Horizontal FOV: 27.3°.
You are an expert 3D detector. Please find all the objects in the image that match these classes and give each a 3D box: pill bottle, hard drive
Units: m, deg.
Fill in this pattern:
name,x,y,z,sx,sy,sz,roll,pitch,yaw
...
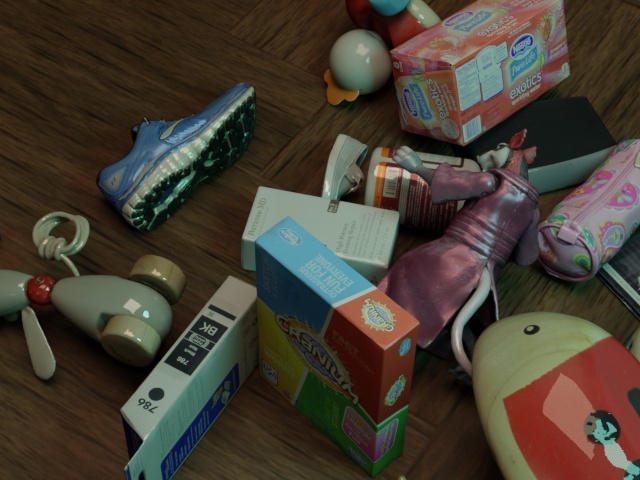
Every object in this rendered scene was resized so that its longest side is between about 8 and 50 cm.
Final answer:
name,x,y,z,sx,sy,sz,roll,pitch,yaw
pill bottle,0.185,-0.076,2.089,0.221,0.121,0.121,9,51,6
hard drive,0.363,-0.160,2.203,0.254,0.054,0.172,-14,52,-12

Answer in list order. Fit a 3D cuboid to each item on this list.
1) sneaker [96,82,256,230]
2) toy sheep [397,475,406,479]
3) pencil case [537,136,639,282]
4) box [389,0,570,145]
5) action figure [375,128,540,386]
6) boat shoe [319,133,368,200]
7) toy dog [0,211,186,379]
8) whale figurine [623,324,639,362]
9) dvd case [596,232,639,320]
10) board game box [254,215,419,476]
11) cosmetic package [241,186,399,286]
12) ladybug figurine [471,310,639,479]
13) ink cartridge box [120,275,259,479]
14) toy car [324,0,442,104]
name,x,y,z,sx,sy,sz,roll,pitch,yaw
sneaker,-0.233,-0.166,2.150,0.147,0.130,0.330,36,59,22
toy sheep,0.136,0.372,1.748,0.091,0.091,0.132,-21,60,-17
pencil case,0.449,-0.054,2.068,0.124,0.124,0.284,33,54,23
box,0.271,-0.298,2.207,0.142,0.154,0.300,20,43,41
action figure,0.218,0.001,1.899,0.248,0.275,0.370,29,87,-21
boat shoe,0.040,-0.107,2.143,0.063,0.066,0.184,15,32,3
toy dog,-0.335,0.113,1.936,0.333,0.161,0.220,23,56,35
whale figurine,0.540,0.221,1.870,0.272,0.141,0.216,28,52,-10
dvd case,0.556,0.045,2.064,0.221,0.018,0.164,-26,56,-20
board game box,0.016,0.148,1.778,0.064,0.317,0.242,-36,59,-27
cosmetic package,0.000,0.000,2.048,0.231,0.085,0.117,11,51,6
ladybug figurine,0.370,0.277,1.683,0.305,0.162,0.449,-19,74,-52
ink cartridge box,-0.188,0.218,1.815,0.065,0.165,0.333,24,53,18
toy car,0.079,-0.344,2.290,0.238,0.219,0.210,-47,48,5
